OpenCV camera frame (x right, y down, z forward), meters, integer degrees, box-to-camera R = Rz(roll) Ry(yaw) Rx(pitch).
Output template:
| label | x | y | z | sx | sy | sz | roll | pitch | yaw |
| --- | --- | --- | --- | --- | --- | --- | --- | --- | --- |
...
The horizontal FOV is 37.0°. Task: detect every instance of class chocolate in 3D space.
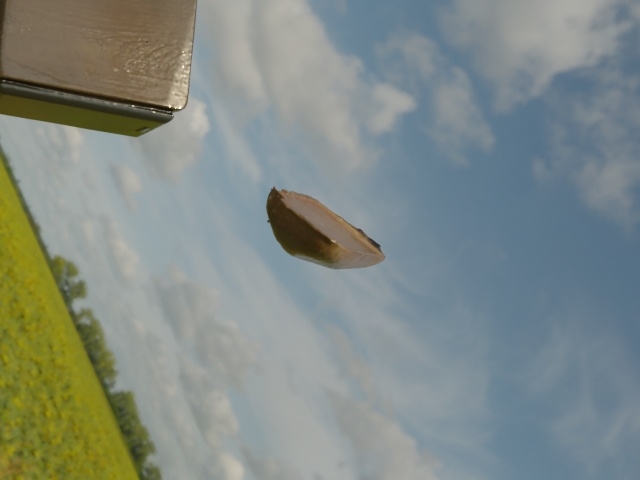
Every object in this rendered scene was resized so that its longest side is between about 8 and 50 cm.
| label | x | y | z | sx | sy | sz | roll | pitch | yaw |
| --- | --- | --- | --- | --- | --- | --- | --- | --- | --- |
| chocolate | 0.000 | 0.000 | 0.573 | 0.065 | 0.031 | 0.101 | 36 | 8 | 12 |

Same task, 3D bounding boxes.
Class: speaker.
| label | x | y | z | sx | sy | sz | roll | pitch | yaw |
| --- | --- | --- | --- | --- | --- | --- | --- | --- | --- |
| speaker | -0.288 | -0.240 | 1.158 | 0.153 | 0.231 | 0.192 | -6 | -101 | 61 |
